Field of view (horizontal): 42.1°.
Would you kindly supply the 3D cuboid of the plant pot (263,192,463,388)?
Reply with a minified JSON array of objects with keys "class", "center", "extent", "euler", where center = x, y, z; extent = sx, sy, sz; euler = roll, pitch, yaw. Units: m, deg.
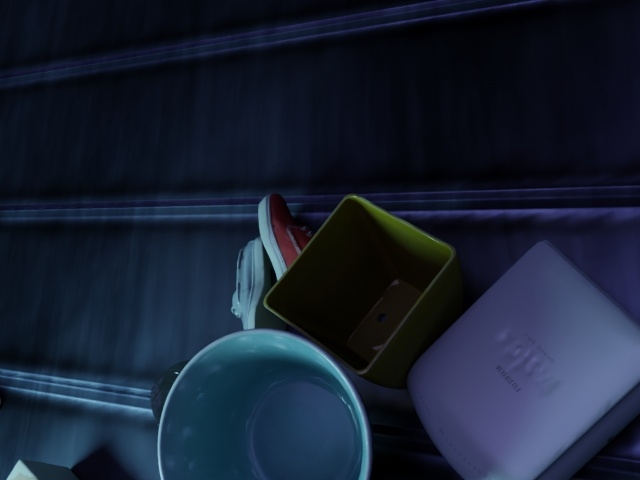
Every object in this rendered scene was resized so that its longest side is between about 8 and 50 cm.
[{"class":"plant pot","center":[0.088,0.096,1.212],"extent":[0.212,0.187,0.212],"euler":[31,79,40]}]

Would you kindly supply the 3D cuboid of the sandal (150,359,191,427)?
[{"class":"sandal","center":[-0.138,0.319,1.317],"extent":[0.446,0.107,0.167],"euler":[32,88,38]}]

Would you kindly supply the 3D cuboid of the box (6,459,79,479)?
[{"class":"box","center":[-0.429,0.518,1.407],"extent":[0.311,0.121,0.148],"euler":[26,84,38]}]

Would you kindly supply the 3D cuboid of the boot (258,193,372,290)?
[{"class":"boot","center":[0.000,0.000,1.393],"extent":[0.176,0.088,0.244],"euler":[-30,63,18]}]

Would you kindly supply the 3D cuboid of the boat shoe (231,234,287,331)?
[{"class":"boat shoe","center":[-0.110,0.100,1.429],"extent":[0.081,0.079,0.227],"euler":[-24,52,34]}]

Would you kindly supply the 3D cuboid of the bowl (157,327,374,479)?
[{"class":"bowl","center":[-0.052,0.279,1.151],"extent":[0.311,0.163,0.311],"euler":[-3,81,22]}]

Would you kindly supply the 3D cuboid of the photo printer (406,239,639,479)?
[{"class":"photo printer","center":[0.277,0.185,1.106],"extent":[0.307,0.107,0.256],"euler":[-45,52,7]}]
